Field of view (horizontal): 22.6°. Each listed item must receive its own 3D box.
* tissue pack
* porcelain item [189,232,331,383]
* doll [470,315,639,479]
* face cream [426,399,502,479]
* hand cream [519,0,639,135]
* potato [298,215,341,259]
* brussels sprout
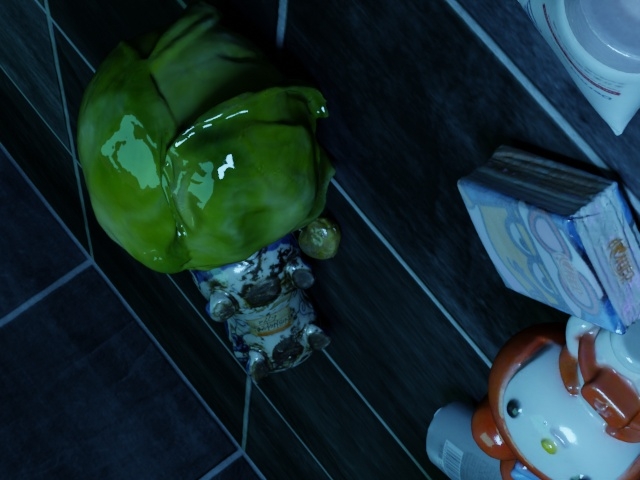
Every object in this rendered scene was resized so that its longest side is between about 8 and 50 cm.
[{"bbox_3d":[0.186,-0.003,1.247,0.155,0.065,0.115,24,148,58],"label":"tissue pack"},{"bbox_3d":[-0.083,0.045,2.016,0.288,0.138,0.186,68,176,-52],"label":"porcelain item"},{"bbox_3d":[0.212,0.143,1.346,0.161,0.130,0.290,44,149,1],"label":"doll"},{"bbox_3d":[0.217,0.268,1.682,0.269,0.073,0.107,36,148,48],"label":"face cream"},{"bbox_3d":[0.174,-0.136,1.010,0.133,0.083,0.248,56,175,3],"label":"hand cream"},{"bbox_3d":[0.000,0.000,1.809,0.092,0.045,0.046,131,139,-71],"label":"potato"},{"bbox_3d":[-0.119,-0.101,1.645,0.259,0.227,0.294,57,141,17],"label":"brussels sprout"}]
